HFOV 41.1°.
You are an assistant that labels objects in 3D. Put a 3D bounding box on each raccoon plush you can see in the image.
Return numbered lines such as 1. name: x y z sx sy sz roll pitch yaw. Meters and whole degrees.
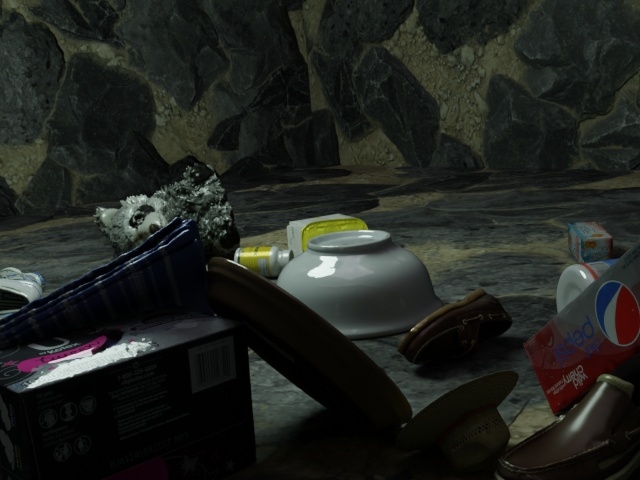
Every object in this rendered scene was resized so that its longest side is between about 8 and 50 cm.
1. raccoon plush: -0.363 0.000 2.034 0.299 0.216 0.446 -21 -15 -13

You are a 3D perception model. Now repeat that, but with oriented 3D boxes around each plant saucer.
1. plant saucer: -0.023 0.121 0.927 0.041 0.278 0.278 -50 27 -15

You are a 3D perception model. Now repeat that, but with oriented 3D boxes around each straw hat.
1. straw hat: 0.151 0.192 0.840 0.144 0.144 0.061 -11 54 -31

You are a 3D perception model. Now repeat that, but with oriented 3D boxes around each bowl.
1. bowl: 0.053 0.060 1.424 0.297 0.134 0.298 -5 11 1

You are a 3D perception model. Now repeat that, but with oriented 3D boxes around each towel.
1. towel: -0.272 0.109 0.947 0.336 0.040 0.243 -28 -23 -15

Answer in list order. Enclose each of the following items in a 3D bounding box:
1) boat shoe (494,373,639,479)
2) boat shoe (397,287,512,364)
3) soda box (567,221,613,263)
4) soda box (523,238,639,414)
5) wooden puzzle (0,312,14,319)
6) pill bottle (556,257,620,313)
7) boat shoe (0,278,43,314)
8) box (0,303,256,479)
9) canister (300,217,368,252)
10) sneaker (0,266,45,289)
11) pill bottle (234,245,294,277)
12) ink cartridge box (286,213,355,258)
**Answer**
1. boat shoe: 0.269 0.172 0.812 0.257 0.095 0.095 -11 12 -30
2. boat shoe: 0.193 0.126 1.176 0.207 0.073 0.073 -22 60 -41
3. soda box: 0.535 0.006 1.697 0.062 0.058 0.183 -3 10 9
4. soda box: 0.316 0.089 0.882 0.083 0.092 0.263 -9 -27 -21
5. wooden puzzle: -0.334 0.136 1.073 0.220 0.044 0.239 -9 -30 -14
6. pill bottle: 0.446 0.081 1.154 0.221 0.124 0.124 -6 10 -9
7. boat shoe: -0.654 0.105 1.635 0.226 0.083 0.076 -4 9 -2
8. box: -0.206 0.171 0.850 0.247 0.164 0.142 -14 15 -43
9. canister: 0.029 0.021 1.634 0.126 0.073 0.170 -6 -18 -1
10. sneaker: -0.657 0.090 1.819 0.135 0.052 0.058 0 16 27
11. pill bottle: -0.115 0.045 1.770 0.116 0.065 0.065 -2 11 12
12. ink cartridge box: 0.000 0.000 1.887 0.143 0.092 0.090 -11 13 -25
